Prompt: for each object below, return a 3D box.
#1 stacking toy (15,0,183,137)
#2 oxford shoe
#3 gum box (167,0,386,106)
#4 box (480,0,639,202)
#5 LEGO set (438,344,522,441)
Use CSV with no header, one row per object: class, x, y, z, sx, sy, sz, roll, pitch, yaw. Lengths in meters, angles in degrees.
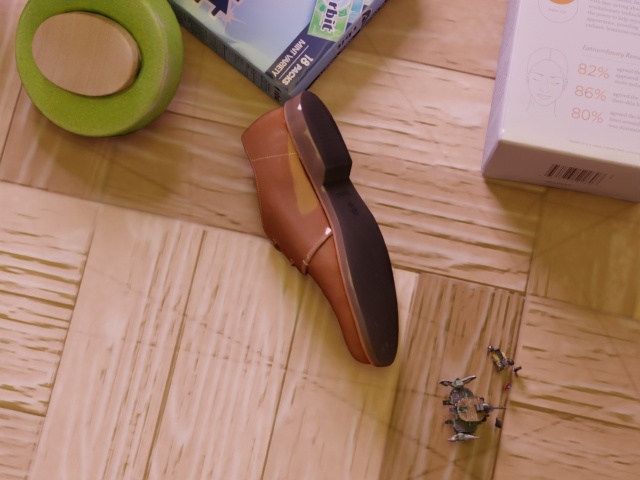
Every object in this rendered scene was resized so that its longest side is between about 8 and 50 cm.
stacking toy,-0.194,-0.224,0.899,0.279,0.130,0.309,46,111,3
oxford shoe,0.000,0.000,0.959,0.076,0.076,0.212,-24,79,23
gum box,-0.045,-0.220,1.012,0.184,0.041,0.157,40,78,6
box,0.203,-0.129,0.974,0.130,0.091,0.170,11,77,1
LEGO set,0.116,0.118,0.951,0.083,0.023,0.054,-33,82,-23
